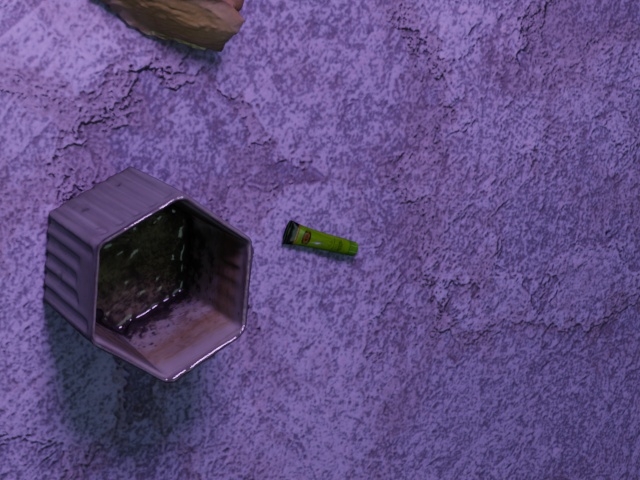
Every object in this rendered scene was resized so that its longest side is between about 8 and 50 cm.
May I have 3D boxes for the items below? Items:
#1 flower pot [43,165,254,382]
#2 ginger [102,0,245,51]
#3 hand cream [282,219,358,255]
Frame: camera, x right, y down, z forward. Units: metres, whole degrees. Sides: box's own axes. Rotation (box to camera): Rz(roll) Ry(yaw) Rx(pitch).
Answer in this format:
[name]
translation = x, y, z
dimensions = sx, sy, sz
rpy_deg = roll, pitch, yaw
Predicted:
[flower pot]
translation = -0.218, 0.039, 1.513
dimensions = 0.209, 0.190, 0.239
rpy_deg = -3, 105, -31
[ginger]
translation = -0.182, -0.327, 1.492
dimensions = 0.193, 0.115, 0.122
rpy_deg = 14, 75, -27
[hand cream]
translation = 0.000, 0.000, 1.742
dimensions = 0.122, 0.023, 0.036
rpy_deg = 15, 100, -31
